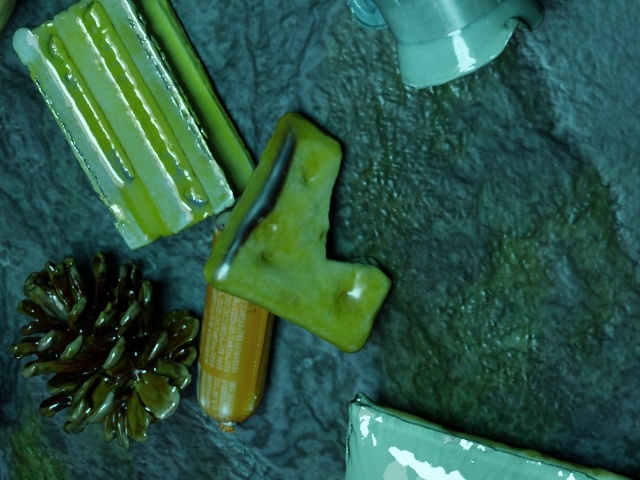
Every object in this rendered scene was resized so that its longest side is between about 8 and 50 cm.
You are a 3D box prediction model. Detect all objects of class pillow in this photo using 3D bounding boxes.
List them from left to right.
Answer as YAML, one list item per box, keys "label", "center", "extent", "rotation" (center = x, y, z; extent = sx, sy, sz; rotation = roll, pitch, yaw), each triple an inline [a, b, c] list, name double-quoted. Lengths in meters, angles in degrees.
- label: "pillow"
  center: [0.148, 0.309, 1.451]
  extent: [0.310, 0.119, 0.312]
  rotation: [13, 118, 11]

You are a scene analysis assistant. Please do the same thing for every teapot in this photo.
- label: "teapot"
  center: [0.064, -0.248, 1.214]
  extent: [0.203, 0.171, 0.225]
  rotation: [3, 127, 55]

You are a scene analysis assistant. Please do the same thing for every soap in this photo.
- label: "soap"
  center: [-0.166, -0.119, 1.398]
  extent: [0.135, 0.076, 0.233]
  rotation: [-24, 103, 28]

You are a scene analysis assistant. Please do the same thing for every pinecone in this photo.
- label: "pinecone"
  center: [-0.211, 0.103, 1.474]
  extent: [0.179, 0.150, 0.195]
  rotation: [-34, 93, 40]

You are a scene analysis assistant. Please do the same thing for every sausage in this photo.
- label: "sausage"
  center: [-0.080, 0.086, 1.462]
  extent: [0.071, 0.071, 0.234]
  rotation: [16, 118, 13]

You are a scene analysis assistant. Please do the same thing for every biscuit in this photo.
- label: "biscuit"
  center: [0.000, 0.000, 1.385]
  extent: [0.183, 0.039, 0.174]
  rotation: [32, 82, -25]

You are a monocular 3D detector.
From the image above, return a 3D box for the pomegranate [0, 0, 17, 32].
- label: "pomegranate"
  center: [-0.362, -0.234, 1.363]
  extent: [0.191, 0.191, 0.191]
  rotation: [8, 116, 17]
